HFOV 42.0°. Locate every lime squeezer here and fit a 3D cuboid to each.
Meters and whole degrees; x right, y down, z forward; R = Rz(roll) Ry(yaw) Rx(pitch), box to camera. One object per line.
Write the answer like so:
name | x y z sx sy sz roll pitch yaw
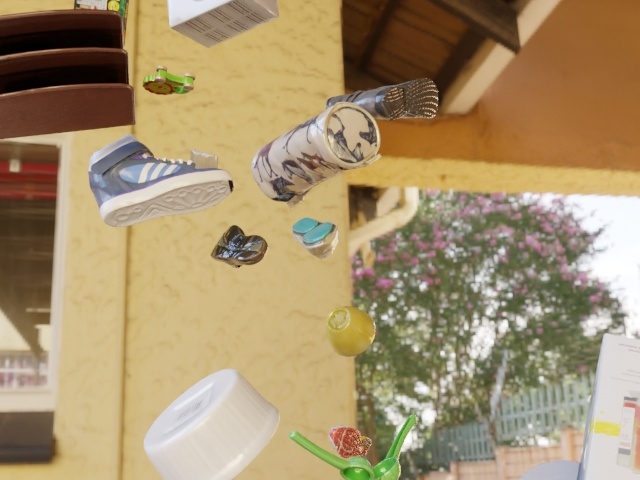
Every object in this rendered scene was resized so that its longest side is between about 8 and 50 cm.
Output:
lime squeezer | 0.077 0.350 1.357 0.058 0.110 0.310 -10 -11 43

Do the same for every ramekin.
ramekin | -0.232 0.392 1.725 0.277 0.135 0.277 -34 12 8

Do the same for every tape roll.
tape roll | 0.523 0.587 1.798 0.219 0.219 0.072 -8 -48 18

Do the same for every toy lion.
toy lion | -0.328 -0.335 1.791 0.100 0.034 0.096 11 -19 -23

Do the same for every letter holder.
letter holder | -0.548 -0.347 1.723 0.301 0.152 0.214 -9 -32 -17

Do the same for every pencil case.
pencil case | -0.014 -0.213 2.122 0.183 0.160 0.410 49 -30 -13

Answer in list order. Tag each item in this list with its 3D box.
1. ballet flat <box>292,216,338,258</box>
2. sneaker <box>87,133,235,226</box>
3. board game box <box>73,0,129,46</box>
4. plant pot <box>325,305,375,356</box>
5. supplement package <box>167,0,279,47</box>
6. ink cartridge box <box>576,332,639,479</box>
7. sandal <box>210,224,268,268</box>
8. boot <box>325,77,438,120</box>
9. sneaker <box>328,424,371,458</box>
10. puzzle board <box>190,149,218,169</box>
ballet flat | 0.000 0.000 1.233 0.057 0.052 0.168 -33 15 -5
sneaker | -0.384 -0.177 1.963 0.322 0.236 0.130 -16 -29 -8
board game box | -0.538 -0.619 2.062 0.136 0.260 0.030 10 16 4
plant pot | 0.065 0.225 2.188 0.134 0.134 0.095 -10 -33 22
supplement package | -0.227 -0.577 1.882 0.203 0.194 0.149 -16 -14 27
ink cartridge box | 0.603 0.427 1.654 0.160 0.385 0.279 11 -36 17
sandal | -0.161 0.022 1.721 0.060 0.090 0.219 47 -20 -27
boot | 0.180 -0.404 2.408 0.222 0.118 0.338 3 8 37
sneaker | 0.066 0.577 2.399 0.092 0.088 0.225 21 -15 28
puzzle board | -0.295 -0.159 2.112 0.096 0.128 0.011 18 22 35
